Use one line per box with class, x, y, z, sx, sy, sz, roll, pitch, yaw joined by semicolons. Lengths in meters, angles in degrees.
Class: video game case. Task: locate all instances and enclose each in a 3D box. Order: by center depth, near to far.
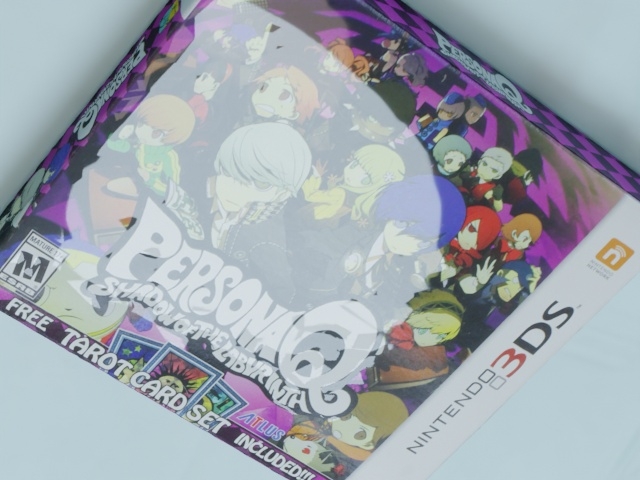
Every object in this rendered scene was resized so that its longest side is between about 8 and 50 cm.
video game case;0.000;0.000;0.723;0.232;0.042;0.210;34;113;-21
